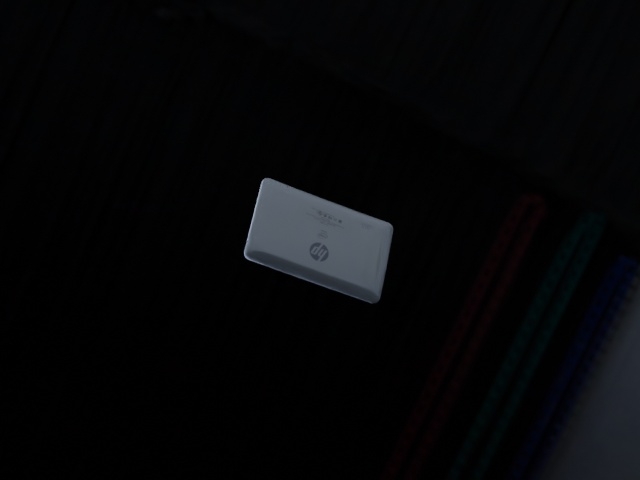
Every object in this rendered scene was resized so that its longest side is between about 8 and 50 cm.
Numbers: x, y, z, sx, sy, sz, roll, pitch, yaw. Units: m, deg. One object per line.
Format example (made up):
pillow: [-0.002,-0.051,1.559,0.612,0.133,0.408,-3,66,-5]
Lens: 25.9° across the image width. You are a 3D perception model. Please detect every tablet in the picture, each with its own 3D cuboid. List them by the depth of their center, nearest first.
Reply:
tablet: [0.000,0.000,0.797,0.083,0.054,0.006,20,150,-13]
